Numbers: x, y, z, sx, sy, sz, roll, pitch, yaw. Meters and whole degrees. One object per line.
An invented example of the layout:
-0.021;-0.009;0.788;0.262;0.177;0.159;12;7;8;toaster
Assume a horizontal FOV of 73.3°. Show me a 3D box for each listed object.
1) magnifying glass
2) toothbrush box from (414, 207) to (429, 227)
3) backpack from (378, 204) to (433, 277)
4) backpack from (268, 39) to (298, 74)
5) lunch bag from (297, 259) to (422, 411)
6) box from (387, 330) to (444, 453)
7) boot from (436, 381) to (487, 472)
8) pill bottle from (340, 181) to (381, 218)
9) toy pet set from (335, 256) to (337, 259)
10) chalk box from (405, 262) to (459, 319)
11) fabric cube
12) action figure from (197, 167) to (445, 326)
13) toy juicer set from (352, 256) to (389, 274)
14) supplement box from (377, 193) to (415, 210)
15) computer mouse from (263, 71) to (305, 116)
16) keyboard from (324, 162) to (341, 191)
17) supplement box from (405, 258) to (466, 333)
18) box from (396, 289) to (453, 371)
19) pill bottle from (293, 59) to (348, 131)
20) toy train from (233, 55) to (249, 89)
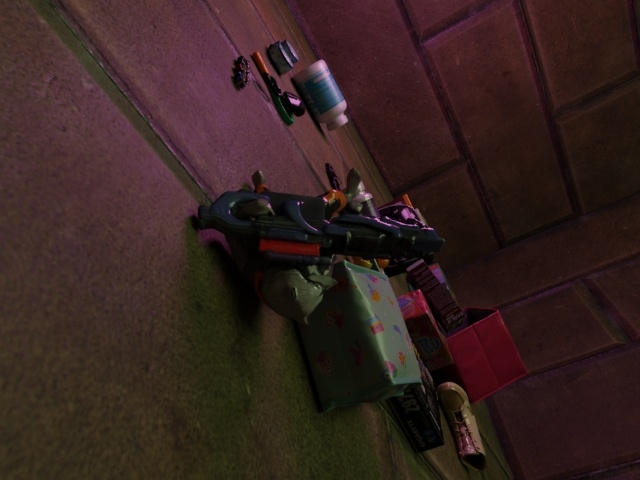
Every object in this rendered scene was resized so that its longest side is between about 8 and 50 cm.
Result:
-0.140;-0.458;1.300;0.230;0.026;0.092;61;16;-10;magnifying glass
0.456;-0.041;2.236;0.283;0.206;0.122;25;41;-65;toothbrush box
0.287;-0.001;1.606;0.191;0.225;0.253;83;-13;-64;backpack
-0.131;-0.656;1.532;0.105;0.084;0.114;52;22;-31;backpack
0.083;0.175;0.781;0.262;0.160;0.223;25;40;-58;lunch bag
0.204;0.319;1.094;0.321;0.080;0.257;61;14;-10;box
0.489;0.641;1.484;0.261;0.095;0.203;63;16;-21;boot
0.139;-0.095;1.453;0.193;0.108;0.108;68;15;-4;pill bottle
0.014;0.063;0.902;0.122;0.065;0.114;45;24;-50;toy pet set
0.545;0.247;2.117;0.289;0.180;0.179;53;19;-39;chalk box
0.590;0.436;1.688;0.258;0.259;0.254;64;-10;3;fabric cube
0.000;0.000;0.675;0.330;0.342;0.178;-79;180;-54;action figure
0.164;0.076;1.307;0.209;0.090;0.328;-36;103;-78;toy juicer set
0.349;-0.067;1.948;0.129;0.194;0.191;43;26;-53;supplement box
-0.100;-0.438;1.286;0.242;0.041;0.071;17;50;-69;computer mouse
0.063;-0.201;1.531;0.100;0.038;0.191;42;26;-53;keyboard
0.393;0.193;1.482;0.239;0.073;0.130;56;-2;26;supplement box
0.335;0.307;1.437;0.256;0.123;0.128;58;16;-27;box
0.011;-0.588;1.767;0.264;0.146;0.146;59;16;-17;pill bottle
-0.193;-0.417;1.059;0.036;0.027;0.158;47;22;-38;toy train
